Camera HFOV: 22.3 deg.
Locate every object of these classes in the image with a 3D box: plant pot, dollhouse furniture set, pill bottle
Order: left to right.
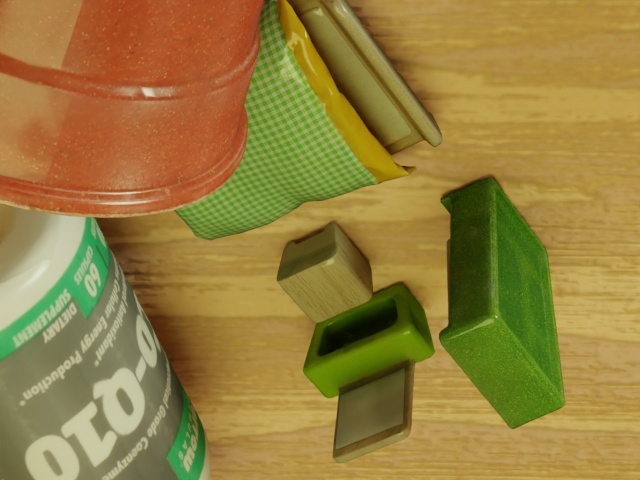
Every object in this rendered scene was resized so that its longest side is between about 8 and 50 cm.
[{"bbox_3d":[-0.200,0.128,1.160,0.204,0.204,0.361,-11,130,14],"label":"pill bottle"},{"bbox_3d":[-0.123,-0.198,0.844,0.272,0.272,0.265,18,123,-11],"label":"plant pot"},{"bbox_3d":[0.000,0.000,1.064,0.198,0.151,0.301,-25,125,24],"label":"dollhouse furniture set"}]
